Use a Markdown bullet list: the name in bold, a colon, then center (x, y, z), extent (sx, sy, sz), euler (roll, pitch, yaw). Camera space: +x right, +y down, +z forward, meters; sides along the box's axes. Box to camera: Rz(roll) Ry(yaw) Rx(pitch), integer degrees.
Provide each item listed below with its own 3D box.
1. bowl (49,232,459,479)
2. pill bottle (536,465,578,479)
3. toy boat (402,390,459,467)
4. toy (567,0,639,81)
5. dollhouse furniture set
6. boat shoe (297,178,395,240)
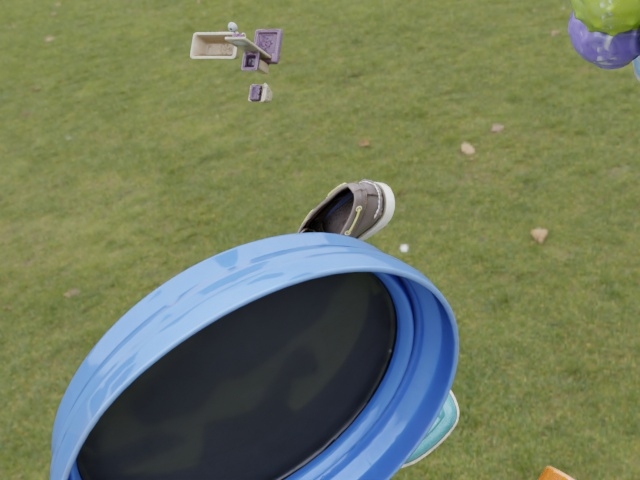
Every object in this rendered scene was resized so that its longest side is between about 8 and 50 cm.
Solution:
- **bowl**: center (-0.051, 0.163, 0.667), extent (0.391, 0.391, 0.077), euler (-23, 44, -19)
- **pill bottle**: center (0.177, 0.326, 0.643), extent (0.130, 0.130, 0.245), euler (28, 79, 43)
- **toy boat**: center (0.140, 0.355, 1.640), extent (0.267, 0.148, 0.318), euler (-37, 79, -3)
- **toy**: center (0.148, -0.152, 0.379), extent (0.056, 0.237, 0.136), euler (-17, 35, 13)
- **dollhouse furniture set**: center (-0.116, -0.210, 0.830), extent (0.114, 0.090, 0.081), euler (7, -2, 26)
- **boat shoe**: center (0.000, 0.000, 1.362), extent (0.097, 0.324, 0.116), euler (7, 52, -43)
